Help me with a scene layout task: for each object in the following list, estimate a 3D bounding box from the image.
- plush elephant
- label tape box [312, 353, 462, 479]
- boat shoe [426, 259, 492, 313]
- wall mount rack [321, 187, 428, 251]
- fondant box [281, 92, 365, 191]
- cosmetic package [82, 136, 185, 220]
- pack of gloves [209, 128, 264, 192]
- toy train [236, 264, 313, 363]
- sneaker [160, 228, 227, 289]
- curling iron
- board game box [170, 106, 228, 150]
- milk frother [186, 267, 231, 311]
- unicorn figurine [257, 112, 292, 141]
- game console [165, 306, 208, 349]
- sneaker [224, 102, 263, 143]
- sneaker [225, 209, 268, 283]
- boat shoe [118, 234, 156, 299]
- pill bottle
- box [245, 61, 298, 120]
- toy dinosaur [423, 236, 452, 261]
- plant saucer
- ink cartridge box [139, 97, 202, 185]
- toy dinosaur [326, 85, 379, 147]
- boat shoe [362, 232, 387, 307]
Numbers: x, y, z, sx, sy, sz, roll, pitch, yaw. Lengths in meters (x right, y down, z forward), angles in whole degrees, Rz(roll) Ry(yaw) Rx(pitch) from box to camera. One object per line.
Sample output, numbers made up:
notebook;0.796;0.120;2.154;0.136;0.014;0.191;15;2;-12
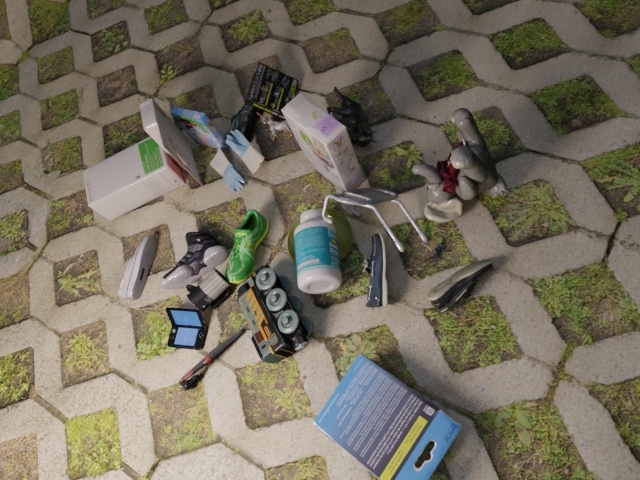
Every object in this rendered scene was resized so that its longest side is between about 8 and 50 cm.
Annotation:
plush elephant;0.427;-0.215;1.717;0.255;0.330;0.272;-21;44;33
label tape box;0.190;0.528;1.505;0.347;0.115;0.249;31;78;25
boat shoe;0.442;0.138;1.642;0.233;0.084;0.079;-34;98;-8
wall mount rack;0.188;-0.082;1.727;0.304;0.350;0.131;19;109;28
fondant box;0.017;-0.327;1.844;0.096;0.330;0.238;-44;61;-6
cosmetic package;-0.766;-0.258;2.169;0.365;0.155;0.197;-26;63;3
pack of gloves;-0.346;-0.318;2.080;0.232;0.046;0.195;48;110;30
toy train;-0.164;0.241;1.749;0.190;0.142;0.334;-37;59;9
sneaker;-0.484;0.065;1.956;0.268;0.101;0.153;-31;59;-5
curling iron;-0.369;0.399;1.783;0.274;0.068;0.035;-45;59;-12
board game box;-0.486;-0.451;2.136;0.160;0.211;0.039;17;72;25
milk frother;-0.401;0.160;1.863;0.135;0.129;0.143;-44;66;-4
unicorn figurine;-0.174;-0.458;2.133;0.161;0.060;0.111;-3;63;-1
game console;-0.477;0.308;1.841;0.143;0.085;0.124;1;66;19
sneaker;-0.312;-0.516;2.175;0.106;0.101;0.268;10;69;25
sneaker;-0.279;0.016;1.879;0.109;0.124;0.296;1;56;23
boat shoe;-0.705;0.096;2.012;0.084;0.095;0.258;7;67;16
pill bottle;-0.012;0.032;1.744;0.146;0.146;0.264;-12;63;12
box;-0.196;-0.609;2.154;0.184;0.045;0.191;20;67;-21
toy dinosaur;0.381;0.025;1.725;0.090;0.047;0.082;-5;45;27
plant saucer;0.000;0.000;1.862;0.240;0.037;0.241;-7;63;14
ink cartridge box;-0.587;-0.370;2.080;0.066;0.296;0.261;-24;60;6
toy dinosaur;0.114;-0.455;2.017;0.160;0.121;0.314;-11;57;-1
boat shoe;0.177;0.096;1.729;0.079;0.095;0.255;-3;73;5
